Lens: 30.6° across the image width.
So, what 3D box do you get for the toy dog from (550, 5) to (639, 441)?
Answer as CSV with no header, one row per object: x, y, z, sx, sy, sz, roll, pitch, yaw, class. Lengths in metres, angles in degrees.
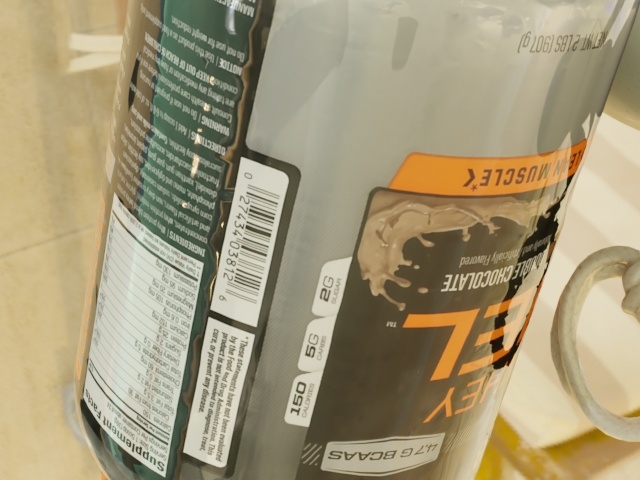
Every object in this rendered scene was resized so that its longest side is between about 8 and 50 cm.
0.197,-0.079,0.584,0.161,0.220,0.334,-2,66,-44,toy dog

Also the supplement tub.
0.000,0.000,0.541,0.207,0.207,0.338,-13,128,-41,supplement tub
